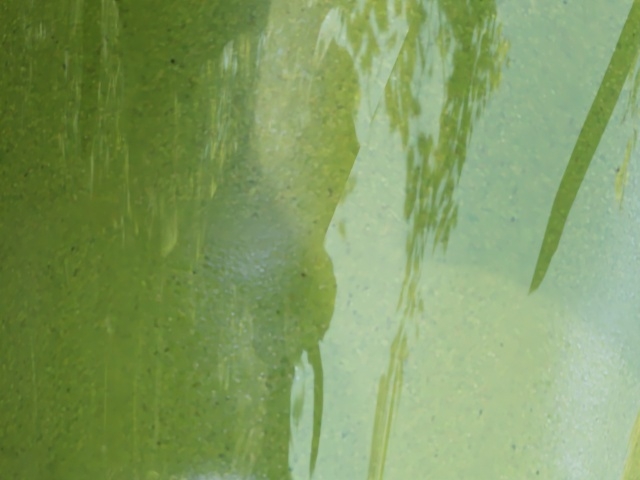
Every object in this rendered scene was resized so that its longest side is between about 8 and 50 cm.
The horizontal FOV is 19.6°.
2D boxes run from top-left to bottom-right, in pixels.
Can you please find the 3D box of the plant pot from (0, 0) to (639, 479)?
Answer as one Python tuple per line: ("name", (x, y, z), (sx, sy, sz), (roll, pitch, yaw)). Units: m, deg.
("plant pot", (0.000, 0.000, 0.643), (0.366, 0.366, 0.353), (28, 57, -36))
